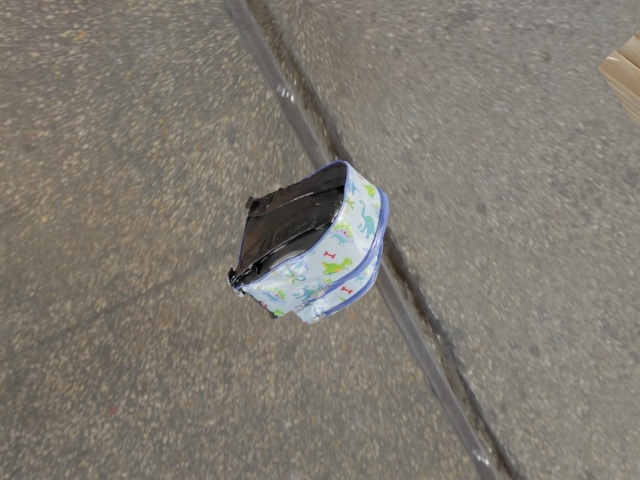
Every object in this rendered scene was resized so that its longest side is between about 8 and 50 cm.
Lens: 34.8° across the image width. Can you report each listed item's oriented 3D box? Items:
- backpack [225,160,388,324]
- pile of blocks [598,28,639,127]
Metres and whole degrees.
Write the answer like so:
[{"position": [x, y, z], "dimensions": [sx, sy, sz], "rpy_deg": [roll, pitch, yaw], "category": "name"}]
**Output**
[{"position": [0.000, 0.000, 0.771], "dimensions": [0.084, 0.105, 0.114], "rpy_deg": [37, 133, -27], "category": "backpack"}, {"position": [0.358, -0.085, 0.770], "dimensions": [0.112, 0.362, 0.149], "rpy_deg": [-46, 118, 9], "category": "pile of blocks"}]
